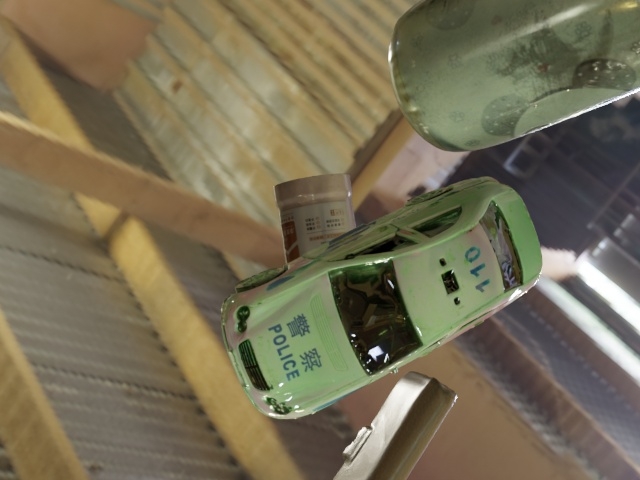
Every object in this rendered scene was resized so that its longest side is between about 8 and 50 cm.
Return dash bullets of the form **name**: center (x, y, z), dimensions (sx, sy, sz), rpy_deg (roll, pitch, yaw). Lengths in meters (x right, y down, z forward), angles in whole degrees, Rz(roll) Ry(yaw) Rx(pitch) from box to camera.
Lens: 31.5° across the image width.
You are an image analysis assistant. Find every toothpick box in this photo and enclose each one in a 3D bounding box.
- **toothpick box**: center (0.000, 0.000, 1.387), dimensions (0.098, 0.098, 0.149), rpy_deg (3, -102, -66)

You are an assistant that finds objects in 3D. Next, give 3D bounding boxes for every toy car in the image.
- **toy car**: center (0.047, 0.033, 0.711), dimensions (0.076, 0.224, 0.090), rpy_deg (-4, 110, 60)

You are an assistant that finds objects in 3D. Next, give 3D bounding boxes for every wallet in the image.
- **wallet**: center (0.047, 0.171, 0.876), dimensions (0.038, 0.153, 0.118), rpy_deg (32, 177, -7)

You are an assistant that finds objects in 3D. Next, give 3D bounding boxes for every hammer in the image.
- **hammer**: center (0.170, -0.172, 0.792), dimensions (0.113, 0.202, 0.305), rpy_deg (63, -151, -17)
